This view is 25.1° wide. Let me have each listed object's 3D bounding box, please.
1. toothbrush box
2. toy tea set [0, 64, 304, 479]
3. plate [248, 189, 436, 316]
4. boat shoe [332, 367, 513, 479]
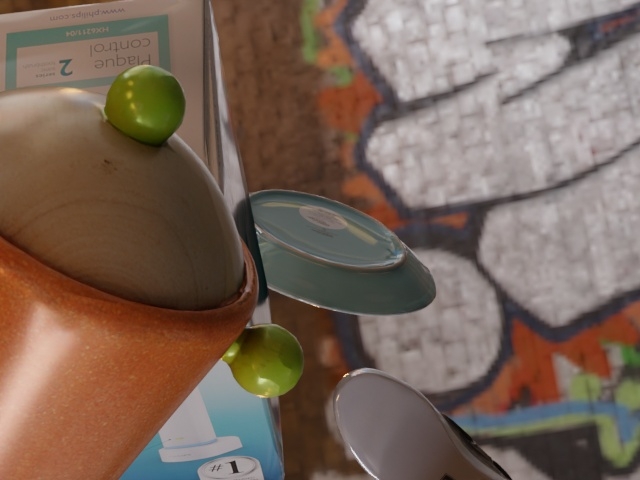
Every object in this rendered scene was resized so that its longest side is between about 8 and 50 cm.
[{"bbox_3d":[-0.139,0.026,0.710,0.295,0.216,0.126,81,-178,-61],"label":"toothbrush box"},{"bbox_3d":[-0.160,-0.033,0.332,0.336,0.124,0.200,11,-151,-44],"label":"toy tea set"},{"bbox_3d":[0.000,0.000,1.061,0.188,0.188,0.024,-61,-10,-68],"label":"plate"},{"bbox_3d":[0.059,0.116,0.759,0.142,0.049,0.040,43,-174,-16],"label":"boat shoe"}]
